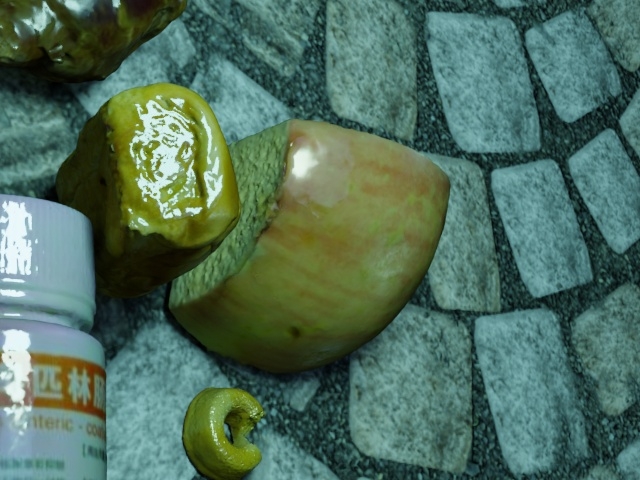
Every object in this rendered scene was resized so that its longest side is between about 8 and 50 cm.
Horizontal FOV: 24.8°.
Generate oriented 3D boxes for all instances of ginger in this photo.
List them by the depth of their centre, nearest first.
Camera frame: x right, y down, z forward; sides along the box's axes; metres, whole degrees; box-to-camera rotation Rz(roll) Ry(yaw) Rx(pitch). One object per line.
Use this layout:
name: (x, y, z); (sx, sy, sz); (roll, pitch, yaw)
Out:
ginger: (-0.275, -0.316, 1.576); (0.274, 0.152, 0.358); (26, 57, -31)

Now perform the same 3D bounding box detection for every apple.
apple: (0.000, 0.000, 1.673); (0.309, 0.314, 0.252); (20, 20, -34)

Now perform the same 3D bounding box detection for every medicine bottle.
medicine bottle: (-0.304, 0.168, 1.333); (0.219, 0.219, 0.388); (12, 67, -37)

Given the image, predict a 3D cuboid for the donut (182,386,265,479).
donut: (-0.103, 0.212, 1.611); (0.097, 0.043, 0.108); (16, 61, -37)

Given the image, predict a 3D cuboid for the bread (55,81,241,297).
bread: (-0.177, -0.039, 1.461); (0.132, 0.294, 0.167); (-20, 83, -21)
